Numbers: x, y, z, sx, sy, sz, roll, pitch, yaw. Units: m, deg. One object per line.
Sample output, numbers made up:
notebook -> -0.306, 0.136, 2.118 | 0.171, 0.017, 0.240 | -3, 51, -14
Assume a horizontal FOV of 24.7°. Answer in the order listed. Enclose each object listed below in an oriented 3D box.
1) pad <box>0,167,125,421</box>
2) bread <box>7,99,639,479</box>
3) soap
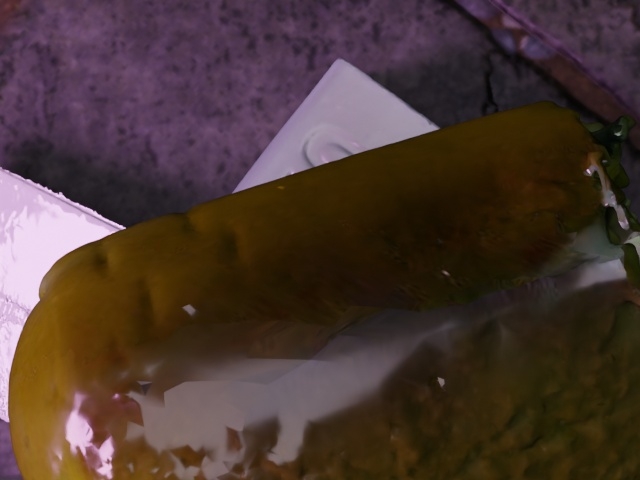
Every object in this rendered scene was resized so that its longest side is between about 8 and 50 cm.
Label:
pad -> -0.178, 0.048, 0.940 | 0.232, 0.004, 0.156 | 26, 104, 23
bread -> 0.027, 0.082, 0.791 | 0.377, 0.208, 0.251 | -16, 97, -5
soap -> 0.000, 0.000, 0.923 | 0.119, 0.066, 0.198 | 37, 90, 15
